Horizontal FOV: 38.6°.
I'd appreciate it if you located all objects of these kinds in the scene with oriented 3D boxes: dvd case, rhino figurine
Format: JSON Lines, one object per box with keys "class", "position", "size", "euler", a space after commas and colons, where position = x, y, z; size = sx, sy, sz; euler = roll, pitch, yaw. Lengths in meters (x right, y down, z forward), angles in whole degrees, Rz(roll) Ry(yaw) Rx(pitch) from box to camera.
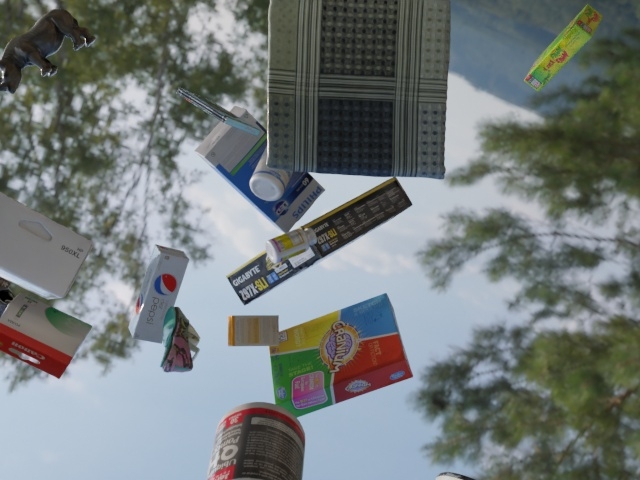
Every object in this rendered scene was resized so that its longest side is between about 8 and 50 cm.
{"class": "dvd case", "position": [-0.160, -0.203, 1.443], "size": [0.119, 0.013, 0.087], "euler": [35, -169, 33]}
{"class": "rhino figurine", "position": [-0.603, -0.395, 1.930], "size": [0.106, 0.243, 0.073], "euler": [50, 170, -5]}

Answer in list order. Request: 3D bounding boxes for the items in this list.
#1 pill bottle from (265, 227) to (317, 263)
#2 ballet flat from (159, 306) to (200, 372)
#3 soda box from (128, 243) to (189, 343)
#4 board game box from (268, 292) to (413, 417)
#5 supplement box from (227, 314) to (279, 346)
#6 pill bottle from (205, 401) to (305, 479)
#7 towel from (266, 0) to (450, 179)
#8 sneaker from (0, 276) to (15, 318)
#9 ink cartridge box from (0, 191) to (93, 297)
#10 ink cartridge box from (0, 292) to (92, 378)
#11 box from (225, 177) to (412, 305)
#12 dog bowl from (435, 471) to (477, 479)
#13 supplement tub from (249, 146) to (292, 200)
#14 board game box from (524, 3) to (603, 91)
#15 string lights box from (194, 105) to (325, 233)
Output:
{"class": "pill bottle", "position": [-0.049, 0.006, 1.560], "size": [0.083, 0.043, 0.043], "euler": [-22, -142, -24]}
{"class": "ballet flat", "position": [-0.290, 0.213, 1.904], "size": [0.079, 0.076, 0.221], "euler": [21, -162, -16]}
{"class": "soda box", "position": [-0.373, 0.123, 2.103], "size": [0.074, 0.216, 0.069], "euler": [15, -168, -25]}
{"class": "board game box", "position": [0.040, 0.272, 2.160], "size": [0.242, 0.317, 0.064], "euler": [-103, -10, -53]}
{"class": "supplement box", "position": [-0.133, 0.180, 1.817], "size": [0.099, 0.062, 0.036], "euler": [2, 171, -19]}
{"class": "pill bottle", "position": [-0.121, 0.451, 1.630], "size": [0.176, 0.176, 0.318], "euler": [21, -152, -9]}
{"class": "towel", "position": [0.064, -0.269, 1.520], "size": [0.312, 0.324, 0.056], "euler": [2, -177, -7]}
{"class": "sneaker", "position": [-0.793, 0.156, 2.262], "size": [0.071, 0.188, 0.066], "euler": [15, -127, 6]}
{"class": "ink cartridge box", "position": [-0.774, 0.021, 2.360], "size": [0.286, 0.166, 0.395], "euler": [29, 166, -17]}
{"class": "ink cartridge box", "position": [-0.608, 0.201, 1.978], "size": [0.181, 0.056, 0.224], "euler": [27, -171, -8]}
{"class": "box", "position": [0.000, 0.000, 1.839], "size": [0.322, 0.257, 0.079], "euler": [-29, -94, -46]}
{"class": "dog bowl", "position": [0.404, 0.713, 2.094], "size": [0.408, 0.150, 0.408], "euler": [31, 158, 14]}
{"class": "supplement tub", "position": [-0.091, -0.137, 1.791], "size": [0.071, 0.071, 0.107], "euler": [23, -127, -3]}
{"class": "board game box", "position": [0.513, -0.405, 1.933], "size": [0.043, 0.181, 0.092], "euler": [37, -130, -2]}
{"class": "string lights box", "position": [-0.126, -0.147, 1.941], "size": [0.260, 0.133, 0.077], "euler": [45, 173, -29]}
